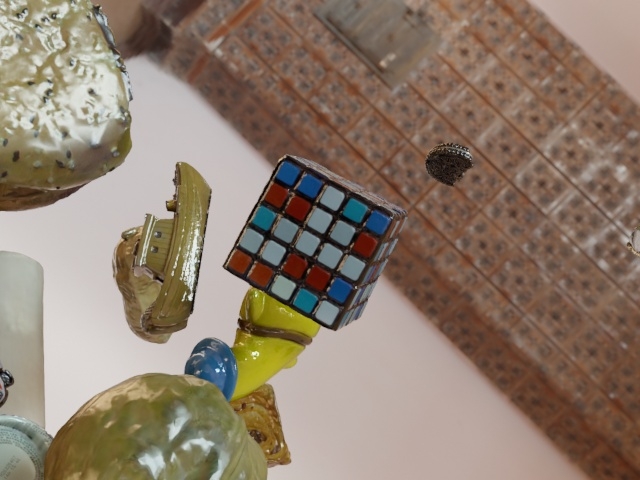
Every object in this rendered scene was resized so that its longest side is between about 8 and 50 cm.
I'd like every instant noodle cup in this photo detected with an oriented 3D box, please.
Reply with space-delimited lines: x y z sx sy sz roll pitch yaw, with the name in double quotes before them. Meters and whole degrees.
"instant noodle cup" -0.519 0.401 1.549 0.255 0.244 0.244 -51 174 31

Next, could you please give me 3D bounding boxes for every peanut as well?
"peanut" -0.355 0.076 2.084 0.143 0.159 0.291 -12 131 -11

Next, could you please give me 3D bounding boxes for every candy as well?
"candy" -0.649 0.218 1.995 0.208 0.358 0.145 -19 159 39

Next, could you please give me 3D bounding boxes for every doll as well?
"doll" -0.093 0.167 1.697 0.145 0.199 0.363 13 -135 40

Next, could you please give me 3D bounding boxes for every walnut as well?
"walnut" -0.221 0.329 1.388 0.277 0.253 0.282 -48 140 -25

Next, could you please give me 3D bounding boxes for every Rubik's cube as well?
"Rubik's cube" 0.000 0.000 1.422 0.187 0.184 0.182 -64 170 6

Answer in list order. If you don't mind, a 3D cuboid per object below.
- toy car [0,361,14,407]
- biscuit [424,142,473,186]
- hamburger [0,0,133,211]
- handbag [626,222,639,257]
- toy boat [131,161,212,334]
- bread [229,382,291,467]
"toy car" -0.561 0.174 1.561 0.089 0.209 0.108 -32 160 7
"biscuit" 0.205 -0.118 1.582 0.087 0.089 0.027 -6 -130 38
"hamburger" -0.405 -0.192 1.261 0.277 0.317 0.195 -24 178 -31
"handbag" 0.526 -0.002 1.355 0.182 0.117 0.270 -44 -160 10
"toy boat" -0.269 0.010 1.797 0.089 0.122 0.321 115 -18 -68
"bread" -0.134 0.340 1.810 0.149 0.158 0.143 -8 164 -4
